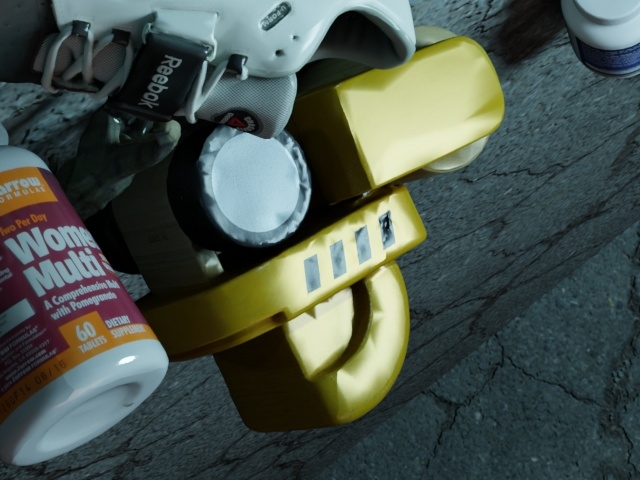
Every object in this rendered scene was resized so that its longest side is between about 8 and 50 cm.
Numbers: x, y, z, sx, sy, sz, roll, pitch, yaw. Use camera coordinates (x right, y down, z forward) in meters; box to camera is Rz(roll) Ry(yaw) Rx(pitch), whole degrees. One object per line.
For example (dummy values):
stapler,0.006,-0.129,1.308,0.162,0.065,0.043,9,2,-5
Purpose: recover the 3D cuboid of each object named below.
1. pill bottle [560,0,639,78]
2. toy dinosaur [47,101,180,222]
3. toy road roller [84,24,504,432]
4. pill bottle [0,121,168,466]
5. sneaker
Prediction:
pill bottle,0.270,-0.213,1.664,0.094,0.094,0.169,-36,166,5
toy dinosaur,-0.138,-0.068,1.238,0.268,0.064,0.118,-28,-151,54
toy road roller,0.000,0.000,1.381,0.329,0.240,0.202,-29,-171,-32
pill bottle,-0.199,0.019,1.126,0.121,0.221,0.121,-32,165,-9
sneaker,-0.083,-0.122,1.056,0.330,0.146,0.122,-18,166,-26
